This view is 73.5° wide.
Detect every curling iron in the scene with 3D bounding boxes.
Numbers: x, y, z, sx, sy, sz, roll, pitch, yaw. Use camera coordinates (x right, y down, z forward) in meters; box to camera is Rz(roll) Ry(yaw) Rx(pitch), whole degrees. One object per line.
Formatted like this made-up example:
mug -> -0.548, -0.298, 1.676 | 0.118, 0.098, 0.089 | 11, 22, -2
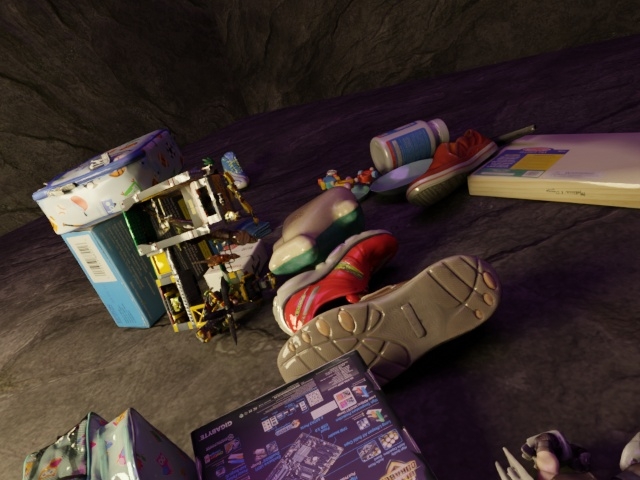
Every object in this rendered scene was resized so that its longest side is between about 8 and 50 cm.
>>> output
curling iron -> 0.442, -0.251, 1.139 | 0.068, 0.035, 0.274 | -23, 8, -35

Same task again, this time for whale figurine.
whale figurine -> 0.000, 0.000, 0.857 | 0.216, 0.141, 0.272 | -30, 13, 26

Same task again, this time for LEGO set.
LEGO set -> -0.168, 0.002, 0.747 | 0.192, 0.332, 0.255 | -15, -1, 29

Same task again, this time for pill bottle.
pill bottle -> 0.274, -0.290, 1.304 | 0.221, 0.124, 0.124 | -22, 25, -10

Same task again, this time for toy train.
toy train -> 0.076, -0.166, 1.227 | 0.166, 0.046, 0.125 | 6, 33, 37

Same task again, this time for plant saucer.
plant saucer -> 0.083, -0.123, 1.209 | 0.119, 0.021, 0.119 | -15, 26, 7
plant saucer -> 0.230, -0.162, 1.152 | 0.194, 0.038, 0.195 | -24, 19, 8

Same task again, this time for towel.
towel -> -0.192, -0.034, 1.203 | 0.067, 0.029, 0.119 | -33, 29, -28

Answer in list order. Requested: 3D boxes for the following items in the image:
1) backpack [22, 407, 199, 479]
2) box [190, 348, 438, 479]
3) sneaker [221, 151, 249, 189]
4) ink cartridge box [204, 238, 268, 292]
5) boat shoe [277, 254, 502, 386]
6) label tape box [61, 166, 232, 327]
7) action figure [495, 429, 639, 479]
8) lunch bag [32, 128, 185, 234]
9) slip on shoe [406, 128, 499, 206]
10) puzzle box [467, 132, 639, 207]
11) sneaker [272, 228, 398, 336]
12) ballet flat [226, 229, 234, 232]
backpack -> -0.194, 0.275, 0.411 | 0.144, 0.166, 0.188 | -30, 29, -3
box -> -0.014, 0.237, 0.456 | 0.220, 0.051, 0.175 | -24, 41, -11
sneaker -> -0.348, -0.276, 1.685 | 0.091, 0.126, 0.240 | -24, 25, -13
ink cartridge box -> -0.188, 0.059, 0.977 | 0.099, 0.056, 0.135 | -11, 26, 16
boat shoe -> 0.095, 0.127, 0.610 | 0.324, 0.123, 0.116 | -24, -9, 8
label tape box -> -0.376, 0.004, 1.001 | 0.105, 0.241, 0.334 | -6, 27, 28
action figure -> 0.276, 0.200, 0.344 | 0.284, 0.099, 0.185 | -27, 33, -10
lunch bag -> -0.428, -0.128, 0.888 | 0.243, 0.115, 0.303 | -17, 23, 8
slip on shoe -> 0.305, -0.178, 1.031 | 0.331, 0.123, 0.101 | -34, 74, -32
puzzle box -> 0.571, -0.163, 0.931 | 0.272, 0.052, 0.408 | -34, 29, -30
sneaker -> 0.052, 0.085, 0.753 | 0.279, 0.107, 0.118 | -35, 48, -26
ballet flat -> -0.320, 0.000, 1.154 | 0.203, 0.074, 0.074 | -26, 26, -22
